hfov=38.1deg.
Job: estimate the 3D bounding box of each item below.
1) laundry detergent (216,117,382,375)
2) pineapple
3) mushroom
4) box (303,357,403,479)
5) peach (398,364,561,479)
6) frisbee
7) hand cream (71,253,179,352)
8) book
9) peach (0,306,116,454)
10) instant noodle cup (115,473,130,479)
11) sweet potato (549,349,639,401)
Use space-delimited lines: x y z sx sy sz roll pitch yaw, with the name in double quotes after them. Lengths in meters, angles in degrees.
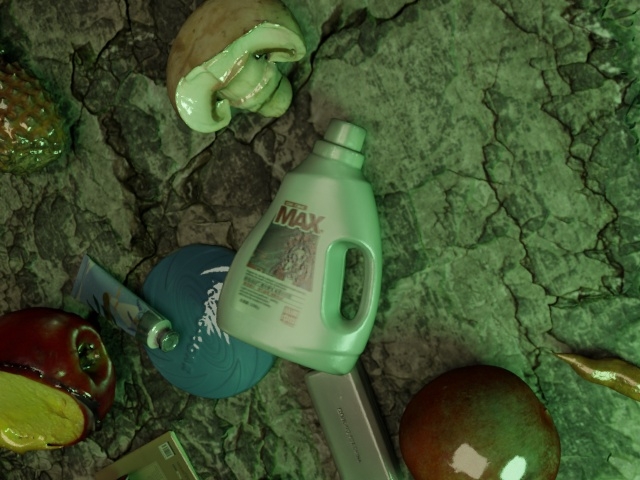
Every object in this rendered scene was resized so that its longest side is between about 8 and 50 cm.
0.000 0.000 1.545 0.264 0.124 0.398 21 95 16 "laundry detergent"
-0.586 -0.293 1.701 0.175 0.175 0.361 -29 72 19 "pineapple"
-0.140 -0.309 1.545 0.253 0.195 0.189 -35 52 22 "mushroom"
0.058 0.326 1.609 0.103 0.055 0.244 -20 91 20 "box"
0.253 0.322 1.455 0.252 0.252 0.252 2 98 18 "peach"
-0.210 0.150 1.677 0.289 0.049 0.290 2 97 18 "frisbee"
-0.365 0.123 1.704 0.271 0.058 0.091 30 108 30 "hand cream"
-0.326 0.463 1.772 0.198 0.016 0.138 -31 87 19 "book"
-0.531 0.250 1.724 0.361 0.201 0.258 -25 120 32 "peach"
-0.368 0.528 1.730 0.127 0.127 0.136 -36 94 19 "instant noodle cup"
0.455 0.210 1.462 0.194 0.056 0.056 18 102 6 "sweet potato"
